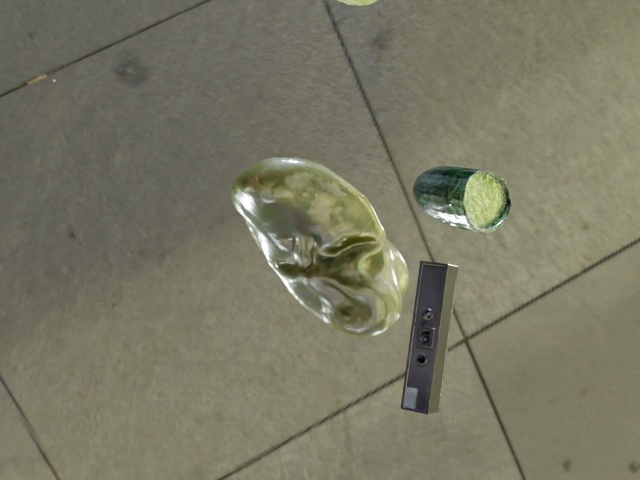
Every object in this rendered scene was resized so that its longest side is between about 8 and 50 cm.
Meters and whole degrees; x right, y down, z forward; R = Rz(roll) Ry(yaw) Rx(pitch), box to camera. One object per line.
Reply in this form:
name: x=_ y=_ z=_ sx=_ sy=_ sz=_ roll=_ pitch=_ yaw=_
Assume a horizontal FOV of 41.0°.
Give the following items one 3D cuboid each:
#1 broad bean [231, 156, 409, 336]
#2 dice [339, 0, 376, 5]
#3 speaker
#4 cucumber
broad bean: x=-0.001 y=0.002 z=0.812 sx=0.206 sy=0.153 sz=0.072 roll=50 pitch=44 yaw=-18
dice: x=-0.023 y=-0.428 z=0.971 sx=0.252 sy=0.254 sz=0.249 roll=27 pitch=105 yaw=24
speaker: x=0.139 y=0.123 z=1.097 sx=0.046 sy=0.040 sz=0.191 roll=14 pitch=83 yaw=-62
cucumber: x=0.102 y=-0.036 z=0.665 sx=0.048 sy=0.105 sz=0.048 roll=-4 pitch=101 yaw=-22
